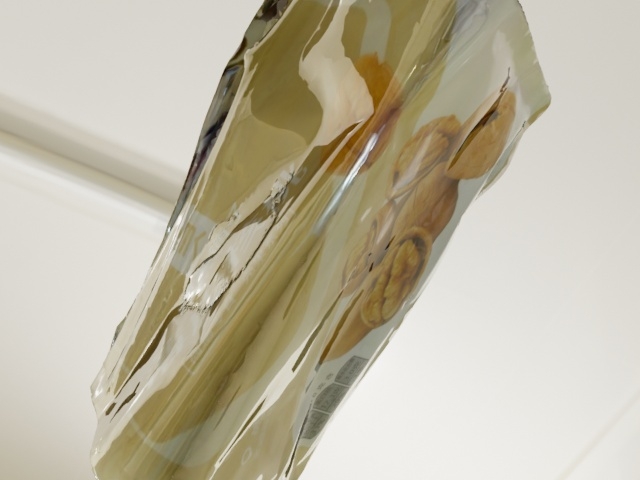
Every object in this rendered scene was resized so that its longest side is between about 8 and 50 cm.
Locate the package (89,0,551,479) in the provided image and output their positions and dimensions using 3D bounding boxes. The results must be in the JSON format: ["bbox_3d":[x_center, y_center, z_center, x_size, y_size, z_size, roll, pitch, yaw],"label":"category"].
[{"bbox_3d":[-0.025,-0.016,0.602,0.165,0.311,0.221,33,-176,19],"label":"package"}]
